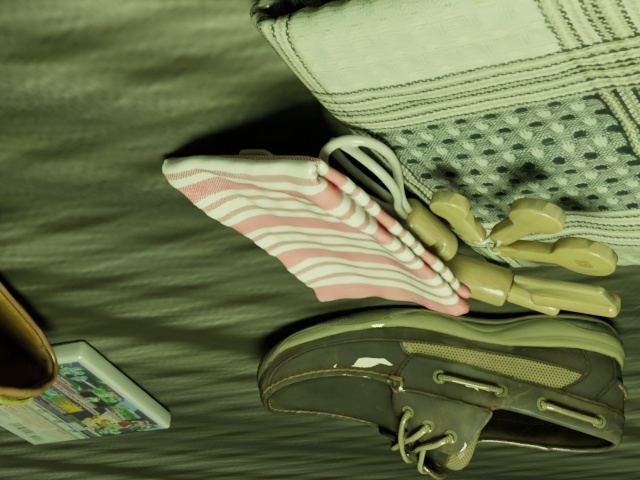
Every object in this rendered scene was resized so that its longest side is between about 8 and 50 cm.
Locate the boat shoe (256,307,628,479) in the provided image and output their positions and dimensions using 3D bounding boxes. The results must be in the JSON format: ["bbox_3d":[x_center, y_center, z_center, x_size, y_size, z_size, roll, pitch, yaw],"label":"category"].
[{"bbox_3d":[0.116,0.146,0.694,0.355,0.130,0.132,-3,146,2],"label":"boat shoe"}]

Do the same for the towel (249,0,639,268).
[{"bbox_3d":[0.170,-0.047,0.390,0.324,0.056,0.312,0,153,39],"label":"towel"}]

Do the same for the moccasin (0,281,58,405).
[{"bbox_3d":[-0.284,0.039,0.515,0.146,0.139,0.380,-3,146,0],"label":"moccasin"}]

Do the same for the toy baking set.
[{"bbox_3d":[0.079,-0.009,0.496,0.256,0.030,0.197,17,162,14],"label":"toy baking set"}]

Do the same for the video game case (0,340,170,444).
[{"bbox_3d":[-0.290,0.173,0.817,0.183,0.023,0.201,-10,144,12],"label":"video game case"}]

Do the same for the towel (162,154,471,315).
[{"bbox_3d":[0.000,0.000,0.513,0.144,0.029,0.197,4,156,43],"label":"towel"}]
